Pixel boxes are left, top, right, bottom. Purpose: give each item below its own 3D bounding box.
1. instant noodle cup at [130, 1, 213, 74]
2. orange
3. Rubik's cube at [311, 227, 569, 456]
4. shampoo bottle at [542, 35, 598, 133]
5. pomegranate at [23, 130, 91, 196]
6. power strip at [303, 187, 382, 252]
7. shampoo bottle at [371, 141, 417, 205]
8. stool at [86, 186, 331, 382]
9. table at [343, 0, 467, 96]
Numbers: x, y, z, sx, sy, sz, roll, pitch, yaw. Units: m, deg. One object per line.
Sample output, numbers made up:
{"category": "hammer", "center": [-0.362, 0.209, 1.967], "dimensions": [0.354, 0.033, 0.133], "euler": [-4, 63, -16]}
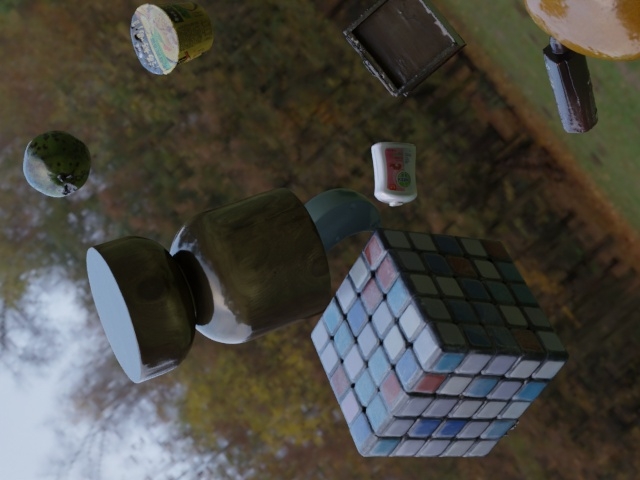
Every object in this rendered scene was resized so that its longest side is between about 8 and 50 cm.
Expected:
{"category": "instant noodle cup", "center": [-0.306, -0.434, 2.410], "dimensions": [0.122, 0.151, 0.151], "euler": [-30, -103, -42]}
{"category": "orange", "center": [0.325, -0.311, 1.207], "dimensions": [0.249, 0.249, 0.183], "euler": [52, -153, 17]}
{"category": "Rubik's cube", "center": [0.197, 0.182, 1.993], "dimensions": [0.293, 0.292, 0.287], "euler": [5, -139, -30]}
{"category": "shampoo bottle", "center": [0.409, -0.279, 1.902], "dimensions": [0.068, 0.067, 0.236], "euler": [34, 159, 46]}
{"category": "pomegranate", "center": [-0.472, -0.148, 2.070], "dimensions": [0.122, 0.122, 0.161], "euler": [45, -163, -27]}
{"category": "power strip", "center": [0.000, 0.000, 2.058], "dimensions": [0.054, 0.253, 0.168], "euler": [37, 155, 39]}
{"category": "shampoo bottle", "center": [0.117, -0.102, 1.803], "dimensions": [0.043, 0.072, 0.099], "euler": [157, 113, -65]}
{"category": "stool", "center": [-0.140, 0.052, 1.462], "dimensions": [0.179, 0.264, 0.179], "euler": [50, 150, 42]}
{"category": "table", "center": [0.164, -0.395, 2.276], "dimensions": [0.169, 0.172, 0.193], "euler": [50, -164, -1]}
